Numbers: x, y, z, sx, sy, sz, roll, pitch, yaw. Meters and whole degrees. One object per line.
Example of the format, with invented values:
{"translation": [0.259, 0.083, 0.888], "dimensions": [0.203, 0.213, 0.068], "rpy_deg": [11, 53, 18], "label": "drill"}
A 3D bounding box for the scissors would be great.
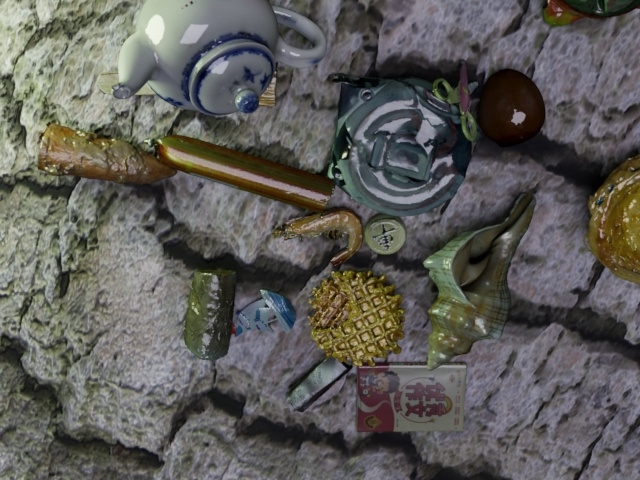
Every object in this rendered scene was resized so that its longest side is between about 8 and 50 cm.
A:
{"translation": [0.256, -0.264, 1.786], "dimensions": [0.020, 0.187, 0.133], "rpy_deg": [-27, 112, 32], "label": "scissors"}

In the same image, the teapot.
{"translation": [-0.178, -0.320, 1.696], "dimensions": [0.424, 0.280, 0.252], "rpy_deg": [-16, 148, -30], "label": "teapot"}

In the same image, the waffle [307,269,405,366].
{"translation": [0.071, 0.156, 1.984], "dimensions": [0.197, 0.070, 0.193], "rpy_deg": [2, 94, 3], "label": "waffle"}

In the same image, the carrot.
{"translation": [-0.402, -0.153, 1.878], "dimensions": [0.263, 0.102, 0.102], "rpy_deg": [12, 111, -12], "label": "carrot"}

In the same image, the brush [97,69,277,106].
{"translation": [-0.249, -0.291, 1.853], "dimensions": [0.336, 0.020, 0.085], "rpy_deg": [3, 112, -1], "label": "brush"}

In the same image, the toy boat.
{"translation": [-0.123, 0.147, 2.030], "dimensions": [0.149, 0.034, 0.105], "rpy_deg": [-1, 115, 13], "label": "toy boat"}

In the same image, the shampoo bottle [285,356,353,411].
{"translation": [0.017, 0.269, 2.060], "dimensions": [0.208, 0.057, 0.063], "rpy_deg": [-43, 89, 11], "label": "shampoo bottle"}

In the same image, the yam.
{"translation": [-0.219, 0.136, 1.978], "dimensions": [0.107, 0.107, 0.183], "rpy_deg": [9, 109, -5], "label": "yam"}

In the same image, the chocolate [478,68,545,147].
{"translation": [0.352, -0.250, 1.843], "dimensions": [0.124, 0.127, 0.133], "rpy_deg": [-36, 104, -27], "label": "chocolate"}

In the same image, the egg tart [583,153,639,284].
{"translation": [0.636, -0.043, 1.923], "dimensions": [0.291, 0.107, 0.291], "rpy_deg": [-2, 109, -4], "label": "egg tart"}

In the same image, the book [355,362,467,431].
{"translation": [0.192, 0.334, 2.107], "dimensions": [0.232, 0.022, 0.162], "rpy_deg": [0, 112, 0], "label": "book"}

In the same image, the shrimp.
{"translation": [0.000, -0.001, 1.968], "dimensions": [0.178, 0.034, 0.124], "rpy_deg": [-16, 117, 1], "label": "shrimp"}

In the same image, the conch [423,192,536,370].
{"translation": [0.291, 0.075, 1.945], "dimensions": [0.203, 0.169, 0.386], "rpy_deg": [28, 74, -34], "label": "conch"}

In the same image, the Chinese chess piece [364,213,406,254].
{"translation": [0.129, -0.013, 1.961], "dimensions": [0.084, 0.034, 0.084], "rpy_deg": [0, 113, -1], "label": "Chinese chess piece"}

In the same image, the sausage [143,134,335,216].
{"translation": [-0.157, -0.132, 1.890], "dimensions": [0.371, 0.082, 0.082], "rpy_deg": [17, 110, -6], "label": "sausage"}

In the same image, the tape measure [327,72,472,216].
{"translation": [0.143, -0.173, 1.839], "dimensions": [0.275, 0.147, 0.256], "rpy_deg": [7, 112, -2], "label": "tape measure"}

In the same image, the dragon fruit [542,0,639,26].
{"translation": [0.485, -0.504, 1.727], "dimensions": [0.268, 0.130, 0.295], "rpy_deg": [17, 110, -13], "label": "dragon fruit"}
